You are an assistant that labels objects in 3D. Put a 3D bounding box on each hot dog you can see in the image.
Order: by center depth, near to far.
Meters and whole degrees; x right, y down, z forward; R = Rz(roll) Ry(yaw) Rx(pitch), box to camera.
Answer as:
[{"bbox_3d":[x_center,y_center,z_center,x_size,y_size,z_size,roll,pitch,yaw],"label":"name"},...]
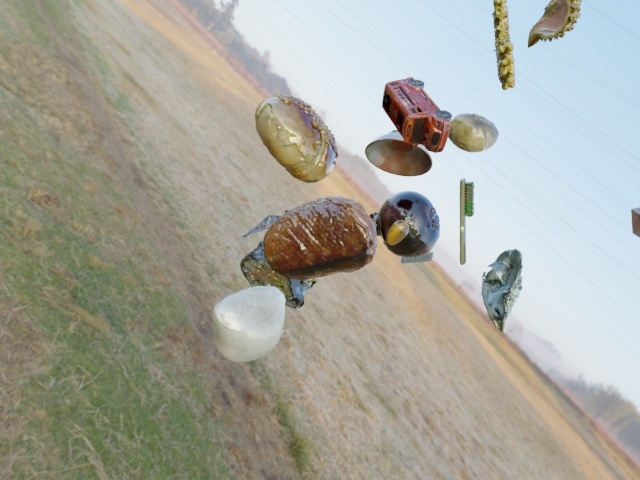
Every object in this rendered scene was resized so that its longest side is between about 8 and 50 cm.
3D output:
[{"bbox_3d":[0.000,0.003,0.814,0.099,0.227,0.160,-60,137,-66],"label":"hot dog"}]

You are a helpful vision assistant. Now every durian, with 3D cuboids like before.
[{"bbox_3d":[0.746,-0.690,1.326,0.224,0.079,0.140,128,-50,-73],"label":"durian"}]

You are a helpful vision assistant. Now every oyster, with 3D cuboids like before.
[{"bbox_3d":[0.617,0.149,1.395,0.087,0.199,0.252,31,31,-29],"label":"oyster"}]

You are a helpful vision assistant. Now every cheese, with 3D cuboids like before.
[{"bbox_3d":[-0.187,0.225,1.099,0.198,0.188,0.154,-12,43,-38],"label":"cheese"}]

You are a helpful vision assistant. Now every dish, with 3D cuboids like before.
[{"bbox_3d":[0.305,-0.344,1.595,0.261,0.085,0.260,16,-16,5],"label":"dish"}]

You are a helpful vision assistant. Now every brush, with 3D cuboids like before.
[{"bbox_3d":[0.472,-0.060,1.356,0.048,0.282,0.054,3,16,25],"label":"brush"}]

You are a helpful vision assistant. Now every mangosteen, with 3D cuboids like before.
[{"bbox_3d":[0.364,-0.064,1.807,0.297,0.294,0.296,-14,90,-77],"label":"mangosteen"}]

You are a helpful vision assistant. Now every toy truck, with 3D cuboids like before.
[{"bbox_3d":[0.265,-0.352,1.180,0.107,0.114,0.252,94,-18,-49],"label":"toy truck"}]

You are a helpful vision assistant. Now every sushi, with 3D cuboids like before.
[{"bbox_3d":[-0.183,0.121,2.032,0.329,0.285,0.327,8,-44,29],"label":"sushi"}]

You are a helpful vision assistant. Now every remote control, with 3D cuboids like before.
[{"bbox_3d":[0.495,0.091,2.136,0.184,0.049,0.027,-9,-39,42],"label":"remote control"}]

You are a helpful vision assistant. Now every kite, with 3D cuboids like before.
[{"bbox_3d":[-0.179,-0.062,1.527,0.189,0.232,0.009,-107,175,-63],"label":"kite"}]

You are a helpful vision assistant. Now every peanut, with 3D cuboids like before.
[{"bbox_3d":[0.447,-0.313,1.231,0.159,0.109,0.140,8,38,-38],"label":"peanut"}]

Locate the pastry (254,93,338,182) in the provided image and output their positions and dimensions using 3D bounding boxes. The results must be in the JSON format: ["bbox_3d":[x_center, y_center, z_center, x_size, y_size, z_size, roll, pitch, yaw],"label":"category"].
[{"bbox_3d":[-0.089,-0.424,1.726,0.409,0.245,0.409,48,9,-10],"label":"pastry"}]

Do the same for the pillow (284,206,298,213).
[{"bbox_3d":[-0.043,-0.107,1.886,0.208,0.212,0.052,-116,-163,-53],"label":"pillow"}]

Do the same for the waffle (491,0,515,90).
[{"bbox_3d":[0.664,-0.703,1.529,0.260,0.069,0.292,41,49,-57],"label":"waffle"}]

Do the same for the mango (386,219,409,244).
[{"bbox_3d":[0.288,-0.028,1.576,0.079,0.114,0.057,-7,49,-38],"label":"mango"}]

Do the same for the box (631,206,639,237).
[{"bbox_3d":[1.243,-0.056,1.584,0.156,0.060,0.111,-62,136,-67],"label":"box"}]
